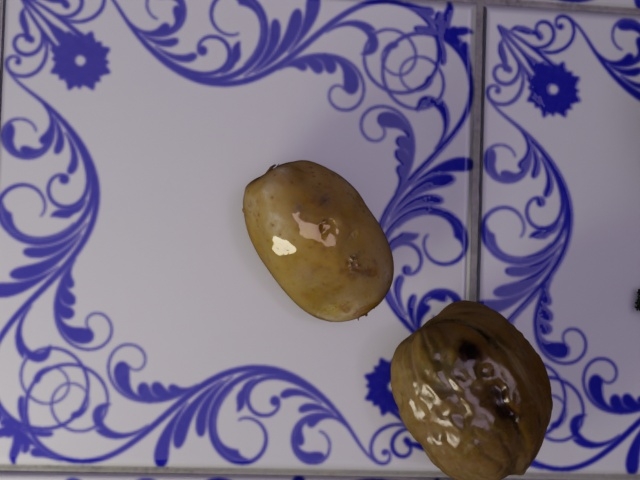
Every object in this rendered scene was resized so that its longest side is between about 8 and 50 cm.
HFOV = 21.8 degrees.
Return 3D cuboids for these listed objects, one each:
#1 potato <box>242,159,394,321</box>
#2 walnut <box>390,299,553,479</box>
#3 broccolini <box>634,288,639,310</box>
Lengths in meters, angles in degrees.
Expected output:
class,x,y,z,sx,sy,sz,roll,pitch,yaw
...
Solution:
class,x,y,z,sx,sy,sz,roll,pitch,yaw
potato,0.000,0.000,1.657,0.118,0.109,0.178,-43,101,-32
walnut,0.154,0.157,1.661,0.155,0.155,0.184,-32,88,-11
broccolini,0.417,0.025,1.778,0.194,0.054,0.052,-41,125,-17
